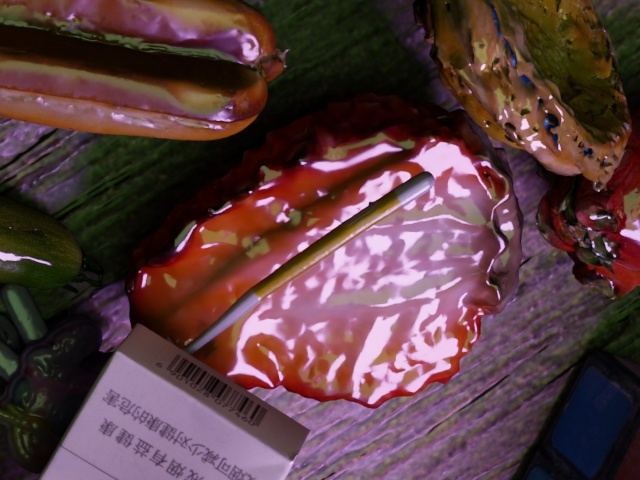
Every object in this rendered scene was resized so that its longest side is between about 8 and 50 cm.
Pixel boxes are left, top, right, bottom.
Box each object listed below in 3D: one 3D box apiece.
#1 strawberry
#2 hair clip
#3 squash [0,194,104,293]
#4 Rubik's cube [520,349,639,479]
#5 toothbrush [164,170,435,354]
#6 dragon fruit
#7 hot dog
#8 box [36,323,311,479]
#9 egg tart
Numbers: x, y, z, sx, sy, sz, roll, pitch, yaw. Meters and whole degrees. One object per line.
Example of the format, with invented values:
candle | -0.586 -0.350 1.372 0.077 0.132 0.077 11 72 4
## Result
strawberry | 0.000 0.000 1.494 0.336 0.149 0.265 -13 121 -6
hair clip | -0.189 0.153 1.501 0.137 0.090 0.278 -38 121 -9
squash | -0.308 -0.008 1.394 0.318 0.071 0.080 7 86 -28
Rubik's cube | 0.376 0.352 1.673 0.362 0.359 0.363 17 101 -26
toothbrush | -0.033 0.027 1.404 0.288 0.021 0.024 -35 110 10
dragon fruit | 0.307 -0.011 1.590 0.200 0.198 0.269 -50 131 -21
hot dog | -0.185 -0.148 1.361 0.337 0.100 0.135 8 78 -17
box | -0.143 0.215 1.417 0.164 0.069 0.256 32 110 1
egg tart | 0.150 -0.162 1.436 0.107 0.290 0.291 -23 125 28
